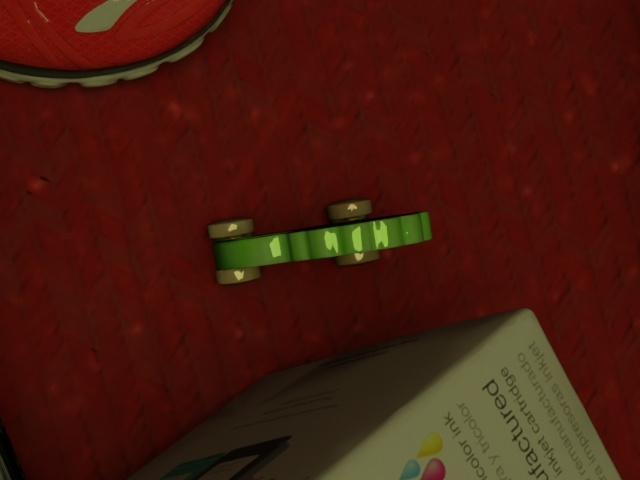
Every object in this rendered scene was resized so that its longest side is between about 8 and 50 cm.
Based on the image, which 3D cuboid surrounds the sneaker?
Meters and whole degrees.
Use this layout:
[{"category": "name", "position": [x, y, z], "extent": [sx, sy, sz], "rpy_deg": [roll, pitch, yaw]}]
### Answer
[{"category": "sneaker", "position": [-0.170, -0.130, 0.567], "extent": [0.279, 0.118, 0.107], "rpy_deg": [4, 91, -11]}]

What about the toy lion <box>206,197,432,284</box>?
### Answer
[{"category": "toy lion", "position": [0.000, 0.000, 0.613], "extent": [0.100, 0.096, 0.034], "rpy_deg": [-9, 93, -10]}]

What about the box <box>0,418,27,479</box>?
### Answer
[{"category": "box", "position": [-0.262, 0.211, 0.576], "extent": [0.308, 0.076, 0.242], "rpy_deg": [-22, 94, -10]}]

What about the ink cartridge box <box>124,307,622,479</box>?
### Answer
[{"category": "ink cartridge box", "position": [-0.013, 0.188, 0.509], "extent": [0.270, 0.197, 0.198], "rpy_deg": [-34, 98, -40]}]
